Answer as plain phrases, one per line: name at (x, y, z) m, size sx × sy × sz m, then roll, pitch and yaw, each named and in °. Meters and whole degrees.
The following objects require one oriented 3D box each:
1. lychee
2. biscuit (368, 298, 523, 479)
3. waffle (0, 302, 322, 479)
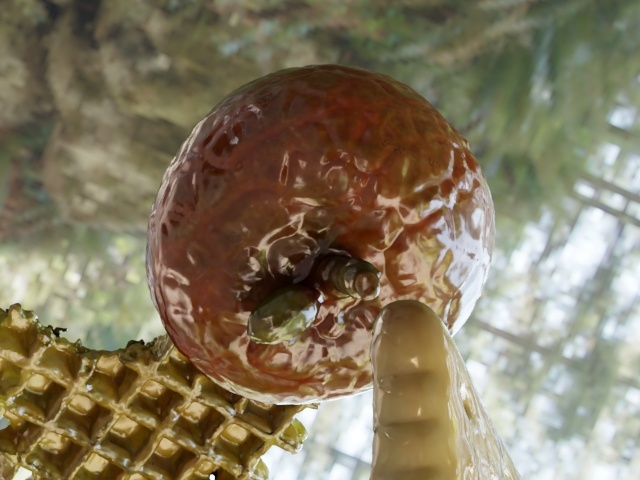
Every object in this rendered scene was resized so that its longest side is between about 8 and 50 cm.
lychee at (0.000, 0.000, 1.285) m, size 0.255 × 0.255 × 0.300 m, roll -62°, pitch -157°, yaw 24°
biscuit at (0.063, 0.142, 0.602) m, size 0.250 × 0.030 × 0.160 m, roll 60°, pitch 24°, yaw -51°
waffle at (-0.140, 0.122, 1.501) m, size 0.069 × 0.292 × 0.260 m, roll -109°, pitch -176°, yaw -59°
